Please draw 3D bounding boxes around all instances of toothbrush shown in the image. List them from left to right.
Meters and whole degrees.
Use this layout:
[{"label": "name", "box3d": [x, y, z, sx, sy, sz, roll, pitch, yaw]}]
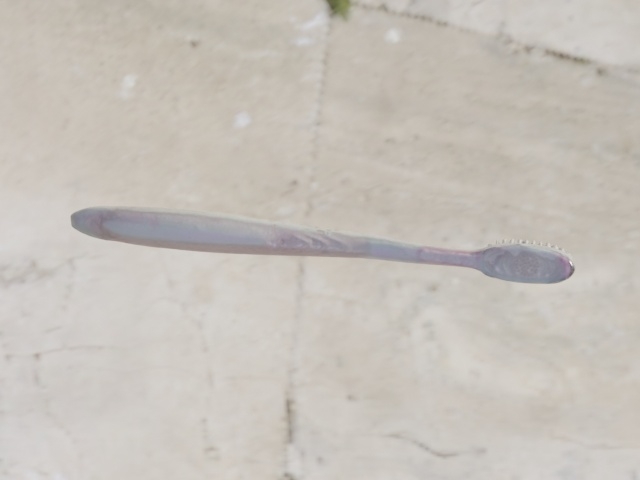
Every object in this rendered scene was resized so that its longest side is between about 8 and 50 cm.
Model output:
[{"label": "toothbrush", "box3d": [0.000, 0.000, 1.108, 0.307, 0.029, 0.025, 5, 106, 5]}]
